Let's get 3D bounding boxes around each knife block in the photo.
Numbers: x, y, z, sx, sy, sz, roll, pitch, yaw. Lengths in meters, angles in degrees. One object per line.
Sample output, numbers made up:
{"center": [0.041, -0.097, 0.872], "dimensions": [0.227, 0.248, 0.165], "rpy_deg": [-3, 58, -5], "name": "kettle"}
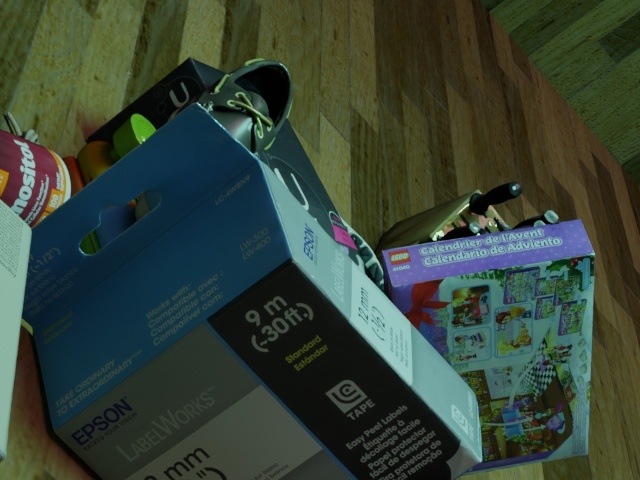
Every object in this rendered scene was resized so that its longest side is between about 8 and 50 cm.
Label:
{"center": [0.175, -0.003, 2.357], "dimensions": [0.088, 0.242, 0.276], "rpy_deg": [52, 18, -8], "name": "knife block"}

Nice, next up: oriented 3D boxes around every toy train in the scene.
{"center": [-0.196, -0.062, 1.720], "dimensions": [0.105, 0.143, 0.248], "rpy_deg": [31, 30, -50], "name": "toy train"}

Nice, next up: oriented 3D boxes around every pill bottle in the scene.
{"center": [-0.278, -0.052, 1.600], "dimensions": [0.152, 0.086, 0.086], "rpy_deg": [22, 36, -57], "name": "pill bottle"}

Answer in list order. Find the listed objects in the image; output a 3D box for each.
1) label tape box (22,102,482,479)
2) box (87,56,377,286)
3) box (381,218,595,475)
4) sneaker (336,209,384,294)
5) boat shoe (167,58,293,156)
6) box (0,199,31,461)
{"center": [-0.075, 0.100, 1.562], "dimensions": [0.348, 0.249, 0.115], "rpy_deg": [47, 20, -21], "name": "label tape box"}
{"center": [-0.080, -0.019, 1.925], "dimensions": [0.165, 0.143, 0.270], "rpy_deg": [17, 40, -60], "name": "box"}
{"center": [0.170, 0.117, 2.000], "dimensions": [0.057, 0.200, 0.293], "rpy_deg": [-104, -173, -47], "name": "box"}
{"center": [0.000, 0.000, 2.146], "dimensions": [0.283, 0.110, 0.122], "rpy_deg": [58, 16, 10], "name": "sneaker"}
{"center": [-0.077, -0.110, 1.775], "dimensions": [0.081, 0.068, 0.228], "rpy_deg": [50, 21, -11], "name": "boat shoe"}
{"center": [-0.278, 0.059, 1.394], "dimensions": [0.113, 0.094, 0.275], "rpy_deg": [44, 21, -26], "name": "box"}
